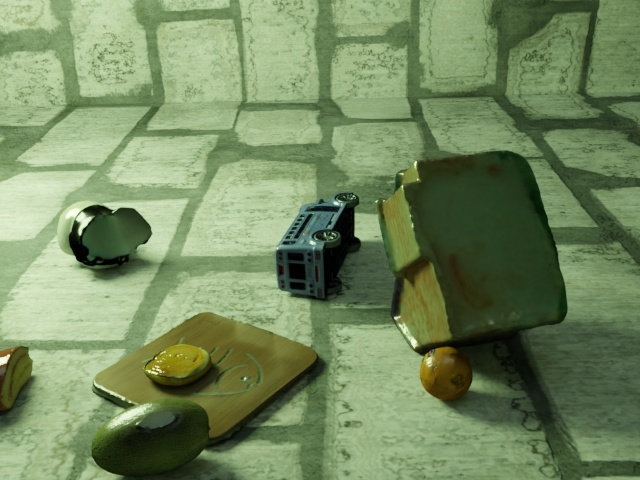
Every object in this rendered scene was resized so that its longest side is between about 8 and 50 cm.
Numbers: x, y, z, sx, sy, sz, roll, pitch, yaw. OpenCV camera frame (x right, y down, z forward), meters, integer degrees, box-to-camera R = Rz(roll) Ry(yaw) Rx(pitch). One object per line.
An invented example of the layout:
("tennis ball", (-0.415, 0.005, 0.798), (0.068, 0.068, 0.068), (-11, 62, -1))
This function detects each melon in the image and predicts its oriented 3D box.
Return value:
("melon", (-0.231, 0.269, 1.014), (0.162, 0.099, 0.099), (-10, 26, -11))

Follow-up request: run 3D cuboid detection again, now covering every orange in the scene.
("orange", (0.194, 0.206, 1.146), (0.083, 0.083, 0.083), (-1, 25, 1))

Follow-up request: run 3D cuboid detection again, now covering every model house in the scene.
("model house", (0.231, 0.030, 1.282), (0.245, 0.312, 0.280), (-11, -11, -12))

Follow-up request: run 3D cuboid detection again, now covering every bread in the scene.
("bread", (-0.535, 0.225, 1.164), (0.192, 0.067, 0.119), (-20, 30, -35))
("bread", (-0.232, 0.201, 1.206), (0.110, 0.024, 0.110), (-1, 25, 1))

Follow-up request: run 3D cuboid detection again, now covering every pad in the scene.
("pad", (-0.185, 0.213, 1.227), (0.284, 0.018, 0.286), (14, 30, 33))

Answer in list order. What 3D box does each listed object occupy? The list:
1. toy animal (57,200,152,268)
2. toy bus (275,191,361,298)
("toy animal", (-0.486, -0.015, 1.625), (0.166, 0.138, 0.179), (3, 7, -43))
("toy bus", (0.000, 0.000, 1.554), (0.133, 0.125, 0.292), (4, 27, 14))
